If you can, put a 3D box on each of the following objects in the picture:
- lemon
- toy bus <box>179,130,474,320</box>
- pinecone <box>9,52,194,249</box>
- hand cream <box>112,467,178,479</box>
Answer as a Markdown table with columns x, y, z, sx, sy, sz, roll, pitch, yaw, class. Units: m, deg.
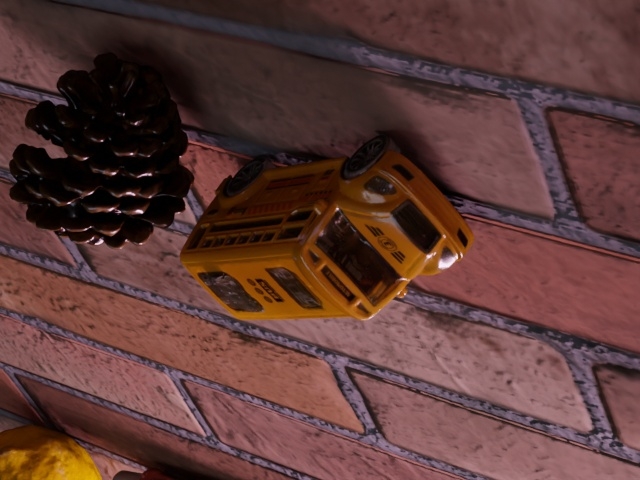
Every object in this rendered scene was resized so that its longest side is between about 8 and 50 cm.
| x | y | z | sx | sy | sz | roll | pitch | yaw | class |
| --- | --- | --- | --- | --- | --- | --- | --- | --- | --- |
| -0.238 | 0.220 | 1.560 | 0.114 | 0.114 | 0.155 | 19 | 152 | 30 | lemon |
| 0.000 | 0.000 | 0.937 | 0.069 | 0.074 | 0.162 | 47 | 153 | -23 | toy bus |
| -0.110 | -0.044 | 0.977 | 0.102 | 0.102 | 0.109 | 36 | 144 | -4 | pinecone |
| -0.079 | 0.210 | 1.454 | 0.216 | 0.038 | 0.052 | 8 | 169 | 34 | hand cream |
